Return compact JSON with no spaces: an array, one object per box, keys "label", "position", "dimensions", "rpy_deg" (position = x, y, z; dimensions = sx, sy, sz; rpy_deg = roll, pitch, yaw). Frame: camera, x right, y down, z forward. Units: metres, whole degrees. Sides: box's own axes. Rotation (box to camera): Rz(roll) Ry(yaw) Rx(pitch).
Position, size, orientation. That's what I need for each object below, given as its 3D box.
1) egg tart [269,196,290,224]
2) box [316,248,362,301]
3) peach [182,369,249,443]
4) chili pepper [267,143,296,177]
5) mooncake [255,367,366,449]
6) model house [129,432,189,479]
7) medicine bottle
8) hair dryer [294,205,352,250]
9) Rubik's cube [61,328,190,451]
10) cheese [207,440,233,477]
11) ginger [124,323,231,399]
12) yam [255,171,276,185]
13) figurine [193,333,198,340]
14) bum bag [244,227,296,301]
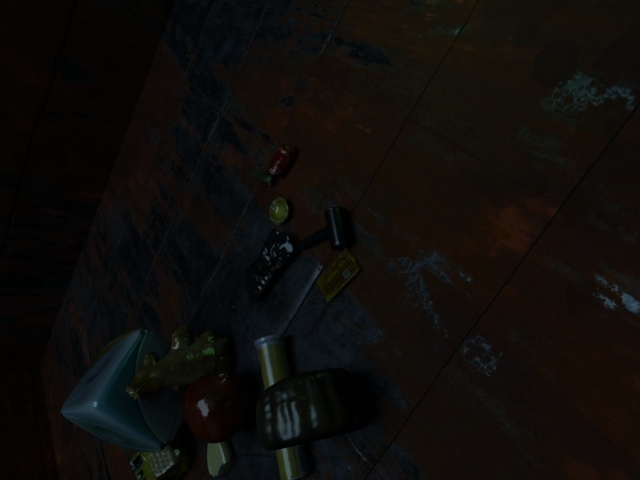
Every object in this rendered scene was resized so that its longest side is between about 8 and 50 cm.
[{"label":"egg tart","position":[-0.143,-0.106,1.523],"dimensions":[0.105,0.039,0.105],"rpy_deg":[-11,75,43]},{"label":"box","position":[0.056,0.109,1.299],"dimensions":[0.156,0.022,0.089],"rpy_deg":[-51,53,24]},{"label":"peach","position":[-0.354,0.558,1.459],"dimensions":[0.232,0.233,0.256],"rpy_deg":[41,129,41]},{"label":"chili pepper","position":[-0.140,-0.294,1.541],"dimensions":[0.070,0.073,0.123],"rpy_deg":[37,116,-3]},{"label":"mooncake","position":[-0.031,0.453,1.129],"dimensions":[0.290,0.291,0.161],"rpy_deg":[-36,57,34]},{"label":"model house","position":[-0.634,0.889,1.727],"dimensions":[0.234,0.175,0.193],"rpy_deg":[-53,49,10]},{"label":"medicine bottle","position":[-0.124,0.520,1.330],"dimensions":[0.108,0.108,0.425],"rpy_deg":[-32,61,36]},{"label":"hair dryer","position":[0.000,0.000,1.359],"dimensions":[0.255,0.070,0.128],"rpy_deg":[-32,61,44]},{"label":"Rubik's cube","position":[-0.726,0.592,1.656],"dimensions":[0.347,0.351,0.352],"rpy_deg":[-22,30,38]},{"label":"cheese","position":[-0.387,0.745,1.579],"dimensions":[0.127,0.050,0.255],"rpy_deg":[-34,60,35]},{"label":"ginger","position":[-0.511,0.437,1.542],"dimensions":[0.166,0.376,0.236],"rpy_deg":[-2,88,47]},{"label":"yam","position":[-0.210,-0.237,1.613],"dimensions":[0.094,0.043,0.043],"rpy_deg":[28,101,45]},{"label":"figurine","position":[-0.560,0.431,1.815],"dimensions":[0.129,0.054,0.072],"rpy_deg":[4,99,37]},{"label":"bum bag","position":[-0.194,0.087,1.513],"dimensions":[0.310,0.074,0.137],"rpy_deg":[-53,54,26]}]
